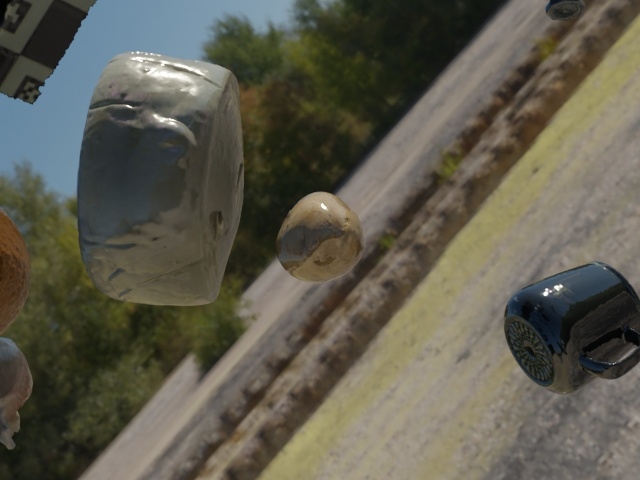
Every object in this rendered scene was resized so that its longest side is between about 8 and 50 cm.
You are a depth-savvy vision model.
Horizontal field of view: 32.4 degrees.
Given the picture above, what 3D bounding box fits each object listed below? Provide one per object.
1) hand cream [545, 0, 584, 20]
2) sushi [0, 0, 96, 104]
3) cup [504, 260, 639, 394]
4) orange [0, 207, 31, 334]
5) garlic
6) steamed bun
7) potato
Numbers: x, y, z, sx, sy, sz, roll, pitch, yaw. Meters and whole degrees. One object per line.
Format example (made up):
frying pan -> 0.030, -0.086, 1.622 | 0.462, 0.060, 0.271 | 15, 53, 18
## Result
hand cream -> 0.276, -0.387, 1.304 | 0.058, 0.091, 0.271 | 138, 136, -59
sushi -> -0.384, -0.377, 1.283 | 0.373, 0.296, 0.100 | -55, 45, 17
cup -> 0.389, 0.134, 1.607 | 0.177, 0.169, 0.223 | -24, 28, -20
orange -> -0.674, 0.056, 1.901 | 0.322, 0.322, 0.357 | -49, 16, -31
garlic -> -0.400, 0.187, 1.229 | 0.174, 0.124, 0.099 | -30, 8, -13
steamed bun -> -0.248, -0.098, 1.650 | 0.236, 0.247, 0.383 | 45, -129, -80
potato -> 0.001, 0.001, 1.337 | 0.112, 0.112, 0.147 | -47, -5, -5
